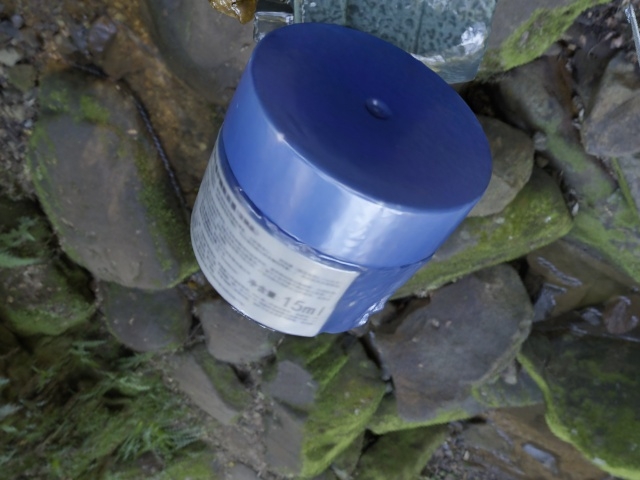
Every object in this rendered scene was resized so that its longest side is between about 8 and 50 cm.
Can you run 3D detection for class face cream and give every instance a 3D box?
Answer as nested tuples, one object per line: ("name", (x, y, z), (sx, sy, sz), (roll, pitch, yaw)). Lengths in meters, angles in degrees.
("face cream", (0.009, -0.055, 0.638), (0.249, 0.249, 0.225), (35, 135, 0))

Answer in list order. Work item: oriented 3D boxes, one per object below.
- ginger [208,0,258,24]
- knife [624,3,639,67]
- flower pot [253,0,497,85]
("ginger", (-0.240, -0.461, 1.029), (0.309, 0.133, 0.107), (22, 133, -10))
("knife", (0.457, -0.160, 0.864), (0.043, 0.081, 0.336), (-16, 124, 26))
("flower pot", (0.057, -0.321, 0.741), (0.283, 0.299, 0.299), (6, 138, 4))
